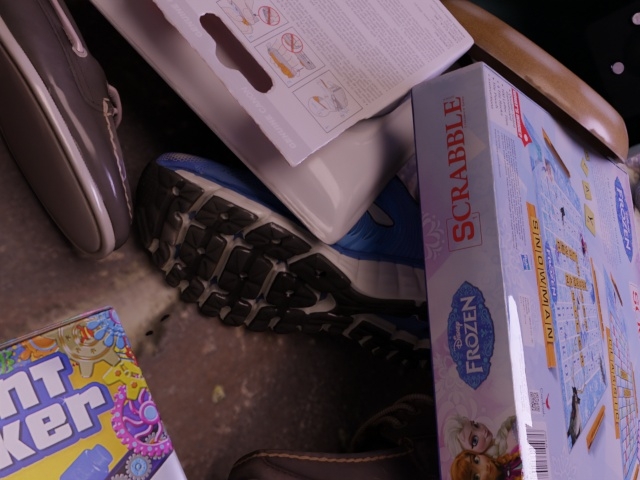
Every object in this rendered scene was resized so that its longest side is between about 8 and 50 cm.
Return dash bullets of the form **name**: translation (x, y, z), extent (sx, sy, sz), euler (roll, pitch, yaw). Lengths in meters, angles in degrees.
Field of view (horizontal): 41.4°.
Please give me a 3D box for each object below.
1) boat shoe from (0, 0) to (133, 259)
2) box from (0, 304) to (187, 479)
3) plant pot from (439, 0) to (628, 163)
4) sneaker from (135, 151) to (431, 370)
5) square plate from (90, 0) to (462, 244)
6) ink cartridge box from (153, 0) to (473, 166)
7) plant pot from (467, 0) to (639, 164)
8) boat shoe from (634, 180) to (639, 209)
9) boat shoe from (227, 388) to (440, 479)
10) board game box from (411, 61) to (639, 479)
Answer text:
- **boat shoe**: translation (-0.207, -0.150, 0.621), extent (0.096, 0.112, 0.335), euler (-29, 88, -34)
- **box**: translation (-0.170, 0.213, 0.406), extent (0.177, 0.290, 0.279), euler (-21, 86, -37)
- **plant pot**: translation (0.194, -0.154, 0.784), extent (0.236, 0.032, 0.236), euler (36, 13, -10)
- **sneaker**: translation (0.000, 0.000, 0.724), extent (0.330, 0.130, 0.147), euler (22, 44, -25)
- **square plate**: translation (-0.028, -0.202, 0.723), extent (0.344, 0.049, 0.347), euler (47, 38, -2)
- **ink cartridge box**: translation (-0.011, -0.163, 0.642), extent (0.225, 0.056, 0.181), euler (-39, 88, -33)
- **plant pot**: translation (0.343, -0.218, 0.958), extent (0.252, 0.248, 0.247), euler (-16, 83, -54)
- **boat shoe**: translation (0.496, -0.006, 1.080), extent (0.226, 0.083, 0.076), euler (53, 54, -8)
- **boat shoe**: translation (0.072, 0.198, 0.700), extent (0.356, 0.132, 0.130), euler (21, 53, -38)
- **board game box**: translation (0.191, 0.060, 0.690), extent (0.318, 0.066, 0.318), euler (18, 65, -50)
